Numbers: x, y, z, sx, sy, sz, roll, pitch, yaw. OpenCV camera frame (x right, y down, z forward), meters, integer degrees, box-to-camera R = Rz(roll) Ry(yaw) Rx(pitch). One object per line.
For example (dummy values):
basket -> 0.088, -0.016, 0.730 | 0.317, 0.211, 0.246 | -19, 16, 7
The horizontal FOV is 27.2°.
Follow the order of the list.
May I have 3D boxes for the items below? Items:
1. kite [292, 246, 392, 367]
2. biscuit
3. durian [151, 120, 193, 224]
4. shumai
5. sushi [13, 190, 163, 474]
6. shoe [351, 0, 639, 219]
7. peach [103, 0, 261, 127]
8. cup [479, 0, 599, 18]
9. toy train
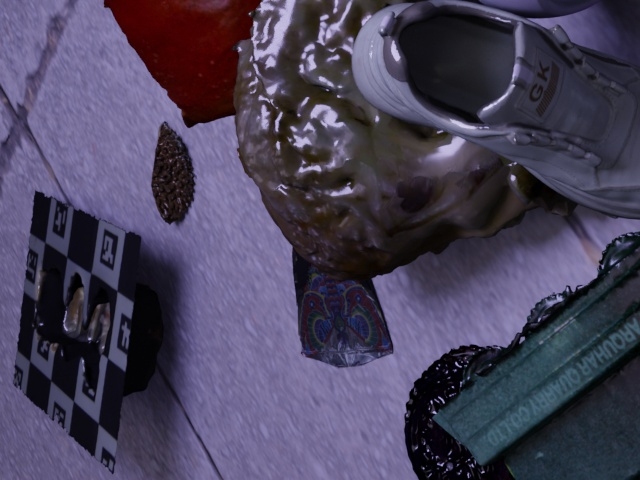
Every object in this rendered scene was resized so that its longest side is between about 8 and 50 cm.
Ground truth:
kite -> 0.000, 0.000, 1.457 | 0.152, 0.015, 0.285 | -10, 91, 49
biscuit -> 0.157, 0.197, 1.292 | 0.194, 0.053, 0.194 | 14, 109, 46
durian -> -0.183, -0.084, 1.642 | 0.066, 0.052, 0.130 | -128, 34, -85
shumai -> 0.082, -0.110, 1.185 | 0.283, 0.217, 0.346 | 21, 111, 45
sushi -> -0.287, 0.107, 1.763 | 0.373, 0.100, 0.296 | 19, 104, 56
shoe -> 0.171, -0.112, 1.031 | 0.316, 0.159, 0.124 | 20, 88, 6
peach -> -0.116, -0.280, 1.350 | 0.281, 0.281, 0.338 | 42, 132, 35
cup -> 0.133, -0.337, 1.086 | 0.317, 0.212, 0.212 | 49, 131, 28
toy train -> 0.250, 0.112, 1.081 | 0.330, 0.138, 0.178 | -46, 68, 34
